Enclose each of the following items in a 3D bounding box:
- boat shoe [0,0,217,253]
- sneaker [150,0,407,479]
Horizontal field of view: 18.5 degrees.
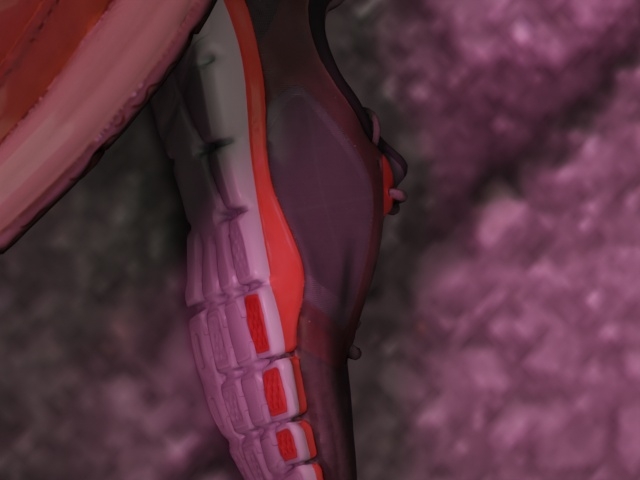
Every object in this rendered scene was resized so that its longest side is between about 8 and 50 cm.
[{"bbox_3d":[-0.069,-0.111,0.463,0.120,0.122,0.324,41,70,-20],"label":"boat shoe"},{"bbox_3d":[0.000,0.000,0.521,0.065,0.061,0.158,-12,96,-25],"label":"sneaker"}]
